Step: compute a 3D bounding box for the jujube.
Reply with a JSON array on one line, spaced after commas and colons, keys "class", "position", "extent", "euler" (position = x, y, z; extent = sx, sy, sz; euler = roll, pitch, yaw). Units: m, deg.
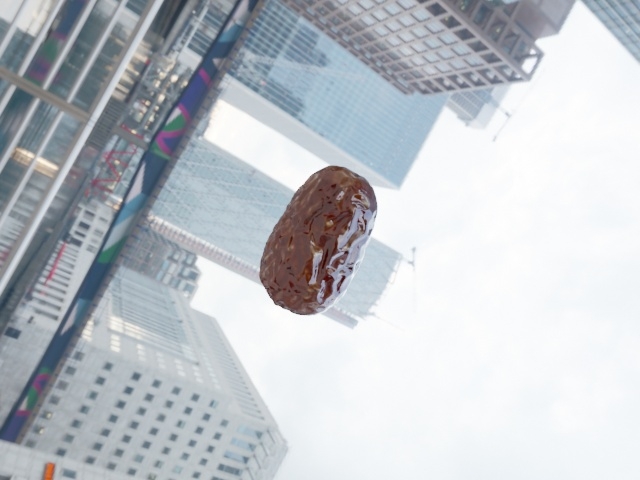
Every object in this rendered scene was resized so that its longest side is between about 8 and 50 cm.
[{"class": "jujube", "position": [0.000, 0.000, 0.600], "extent": [0.176, 0.112, 0.109], "euler": [-62, 160, 9]}]
